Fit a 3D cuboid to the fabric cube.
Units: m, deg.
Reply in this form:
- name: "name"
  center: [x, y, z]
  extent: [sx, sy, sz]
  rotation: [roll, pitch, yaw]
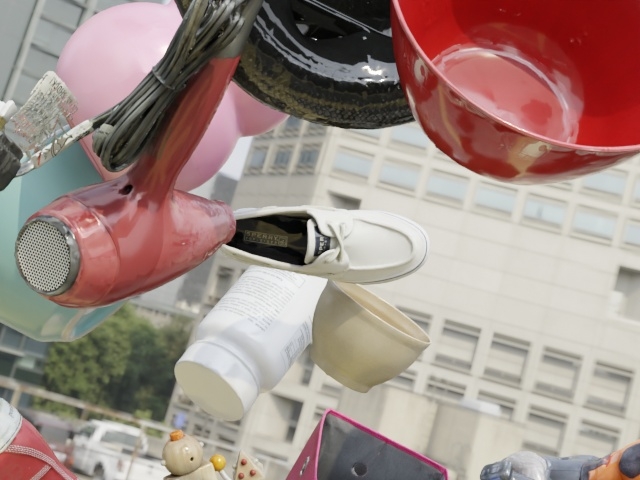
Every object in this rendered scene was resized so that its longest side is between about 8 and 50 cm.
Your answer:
- name: "fabric cube"
  center: [0.051, 0.495, 1.599]
  extent: [0.259, 0.258, 0.254]
  rotation: [28, 18, -4]

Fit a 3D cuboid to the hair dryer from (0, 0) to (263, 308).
- name: "hair dryer"
  center: [-0.097, -0.044, 0.596]
  extent: [0.080, 0.223, 0.293]
  rotation: [50, -13, 16]

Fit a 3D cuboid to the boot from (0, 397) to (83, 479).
- name: "boot"
  center: [-0.328, 0.283, 0.855]
  extent: [0.176, 0.244, 0.088]
  rotation: [54, -6, -26]

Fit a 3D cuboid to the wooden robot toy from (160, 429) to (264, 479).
- name: "wooden robot toy"
  center: [-0.129, 0.205, 0.822]
  extent: [0.173, 0.079, 0.076]
  rotation: [-20, 14, -29]

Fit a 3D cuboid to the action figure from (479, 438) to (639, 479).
- name: "action figure"
  center: [0.306, 0.306, 0.970]
  extent: [0.330, 0.178, 0.341]
  rotation: [-12, -63, 20]

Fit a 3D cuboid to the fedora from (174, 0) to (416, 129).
- name: "fedora"
  center: [0.031, -0.253, 0.648]
  extent: [0.334, 0.334, 0.152]
  rotation: [20, 15, -23]

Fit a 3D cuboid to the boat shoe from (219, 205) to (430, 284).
- name: "boat shoe"
  center: [0.000, 0.000, 1.139]
  extent: [0.267, 0.096, 0.088]
  rotation: [9, 2, 6]

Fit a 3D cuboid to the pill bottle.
- name: "pill bottle"
  center: [-0.104, 0.148, 1.538]
  extent: [0.160, 0.283, 0.160]
  rotation: [23, -41, 21]

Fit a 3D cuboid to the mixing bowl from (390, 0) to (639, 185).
- name: "mixing bowl"
  center: [0.112, -0.098, 0.510]
  extent: [0.181, 0.182, 0.098]
  rotation: [17, -31, -4]

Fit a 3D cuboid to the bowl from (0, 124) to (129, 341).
- name: "bowl"
  center: [-0.298, 0.006, 1.147]
  extent: [0.163, 0.311, 0.311]
  rotation: [45, -8, 3]

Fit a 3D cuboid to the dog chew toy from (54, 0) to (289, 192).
- name: "dog chew toy"
  center: [-0.110, -0.187, 1.001]
  extent: [0.207, 0.331, 0.207]
  rotation: [56, -12, 18]

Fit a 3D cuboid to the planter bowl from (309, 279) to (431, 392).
- name: "planter bowl"
  center: [0.051, 0.134, 1.253]
  extent: [0.162, 0.109, 0.162]
  rotation: [33, 6, -4]
